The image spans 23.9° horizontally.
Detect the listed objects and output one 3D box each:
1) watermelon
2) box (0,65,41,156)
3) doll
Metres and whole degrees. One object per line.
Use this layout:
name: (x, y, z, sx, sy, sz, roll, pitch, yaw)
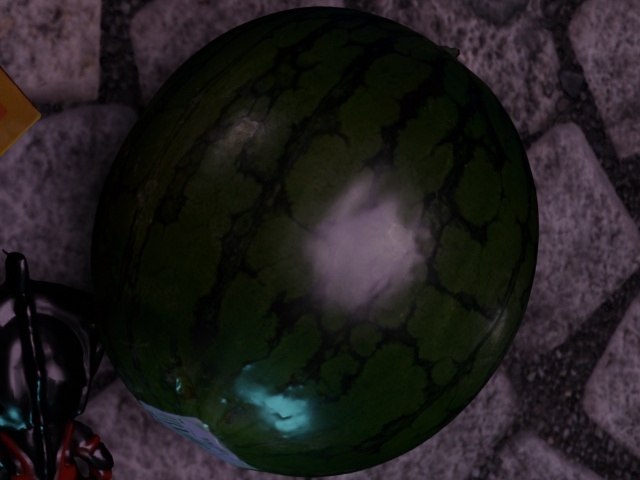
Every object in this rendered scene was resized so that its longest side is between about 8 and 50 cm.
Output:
watermelon: (0.000, 0.000, 1.156, 0.363, 0.363, 0.363, -1, 93, -28)
box: (-0.374, -0.120, 0.984, 0.214, 0.259, 0.283, -46, 112, -18)
doll: (-0.228, 0.126, 1.180, 0.127, 0.088, 0.249, -26, 115, -46)
